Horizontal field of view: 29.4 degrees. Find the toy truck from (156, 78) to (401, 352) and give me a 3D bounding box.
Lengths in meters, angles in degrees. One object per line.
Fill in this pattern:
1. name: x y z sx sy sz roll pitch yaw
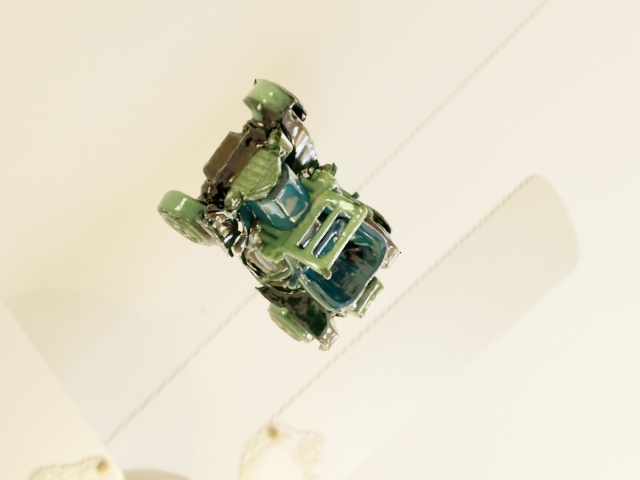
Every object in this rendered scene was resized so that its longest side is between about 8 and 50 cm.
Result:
1. toy truck: 0.000 -0.001 0.576 0.080 0.078 0.154 -54 -36 -10
